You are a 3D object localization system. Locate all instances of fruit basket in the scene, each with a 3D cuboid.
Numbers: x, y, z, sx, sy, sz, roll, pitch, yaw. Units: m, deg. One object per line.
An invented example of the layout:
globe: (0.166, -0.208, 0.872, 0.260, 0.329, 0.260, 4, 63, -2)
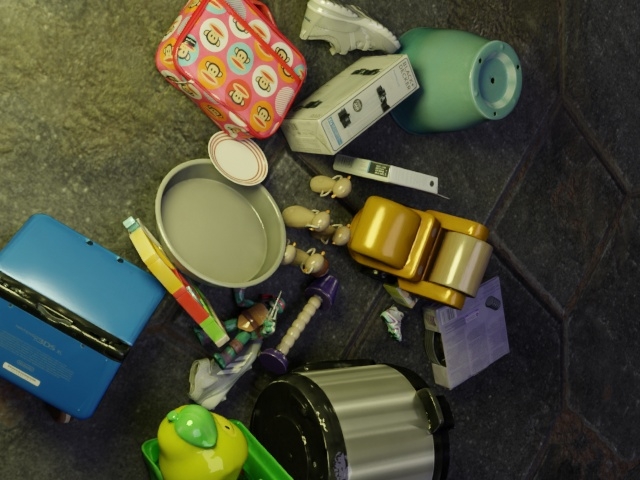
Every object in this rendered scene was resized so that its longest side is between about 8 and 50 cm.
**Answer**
fruit basket: (-0.201, 0.469, 1.628, 0.282, 0.392, 0.392, -8, 102, -36)

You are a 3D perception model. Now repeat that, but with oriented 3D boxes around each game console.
game console: (-0.480, 0.139, 1.492, 0.293, 0.173, 0.250, 31, 109, -4)

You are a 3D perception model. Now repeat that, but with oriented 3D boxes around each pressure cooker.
pressure cooker: (0.087, 0.470, 1.845, 0.420, 0.369, 0.376, 0, 102, -33)

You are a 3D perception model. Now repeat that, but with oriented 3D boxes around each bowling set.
bowling set: (0.000, 0.000, 1.830, 0.287, 0.154, 0.200, -49, 123, -19)

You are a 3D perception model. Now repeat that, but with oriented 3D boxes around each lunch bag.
lunch bag: (-0.170, -0.378, 1.667, 0.293, 0.120, 0.258, 39, 70, -35)

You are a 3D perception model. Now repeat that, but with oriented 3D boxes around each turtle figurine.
turtle figurine: (-0.152, 0.170, 1.756, 0.234, 0.175, 0.118, -37, 136, -17)

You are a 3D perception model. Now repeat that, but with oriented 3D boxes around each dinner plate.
dinner plate: (-0.177, -0.173, 1.713, 0.141, 0.017, 0.141, 21, 47, -25)

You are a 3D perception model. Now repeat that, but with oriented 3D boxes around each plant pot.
plant pot: (0.333, -0.385, 1.950, 0.271, 0.255, 0.272, -7, 102, -35)

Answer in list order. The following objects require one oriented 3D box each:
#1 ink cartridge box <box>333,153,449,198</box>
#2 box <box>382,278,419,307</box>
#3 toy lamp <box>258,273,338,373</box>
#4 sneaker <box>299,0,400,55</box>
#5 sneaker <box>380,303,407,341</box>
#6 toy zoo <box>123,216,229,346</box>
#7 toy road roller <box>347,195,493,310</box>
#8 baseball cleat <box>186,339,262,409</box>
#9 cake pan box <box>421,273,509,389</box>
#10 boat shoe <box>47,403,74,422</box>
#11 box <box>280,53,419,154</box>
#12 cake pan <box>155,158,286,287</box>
ink cartridge box: (0.171, -0.151, 1.901, 0.208, 0.206, 0.045, 13, 94, -39)
box: (0.264, 0.059, 2.100, 0.232, 0.058, 0.087, -53, 124, -18)
toy lamp: (-0.040, 0.184, 1.851, 0.275, 0.080, 0.080, -55, 126, -35)
sneaker: (0.063, -0.477, 1.852, 0.281, 0.105, 0.115, 12, 120, -39)
sneaker: (0.203, 0.210, 2.092, 0.069, 0.038, 0.098, -40, 120, -24)
toy zoo: (-0.296, 0.067, 1.597, 0.030, 0.192, 0.293, -38, 121, -4)
toy road roller: (0.214, 0.013, 1.890, 0.240, 0.329, 0.203, 29, 80, -59)
baseball cleat: (-0.212, 0.271, 1.771, 0.109, 0.072, 0.206, 45, 67, -26)
cake pan box: (0.404, 0.251, 2.234, 0.266, 0.070, 0.246, -25, 110, -31)
boat shoe: (-0.464, 0.224, 1.561, 0.095, 0.095, 0.258, 4, 95, -43)
box: (0.064, -0.310, 1.816, 0.290, 0.169, 0.087, -41, 120, -25)
cake pan: (-0.208, -0.029, 1.651, 0.293, 0.054, 0.293, 17, 55, -27)
